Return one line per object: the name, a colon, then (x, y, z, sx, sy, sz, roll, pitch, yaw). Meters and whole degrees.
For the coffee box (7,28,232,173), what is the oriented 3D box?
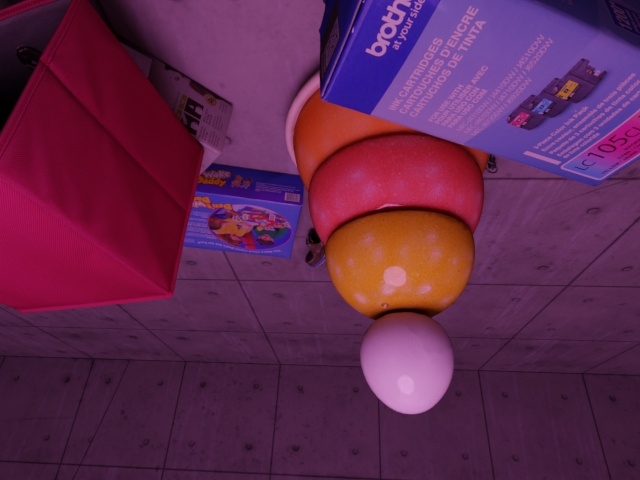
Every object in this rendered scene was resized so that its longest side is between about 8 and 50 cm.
coffee box: (-0.315, -0.208, 0.662, 0.297, 0.118, 0.168, 26, 142, -33)

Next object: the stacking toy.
stacking toy: (0.106, -0.006, 0.614, 0.351, 0.479, 0.350, 2, 148, 1)

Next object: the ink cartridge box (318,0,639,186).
ink cartridge box: (0.149, -0.238, 0.426, 0.396, 0.269, 0.151, 12, 146, -15)

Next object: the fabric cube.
fabric cube: (-0.331, -0.083, 0.510, 0.254, 0.258, 0.258, -9, 148, 15)

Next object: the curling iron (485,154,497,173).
curling iron: (0.276, -0.093, 0.884, 0.068, 0.035, 0.274, 10, 148, -11)

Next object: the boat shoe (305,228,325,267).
boat shoe: (0.000, 0.000, 1.045, 0.066, 0.066, 0.183, 21, 135, -20)

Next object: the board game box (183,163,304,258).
board game box: (-0.223, -0.064, 0.934, 0.348, 0.078, 0.233, 7, 149, -7)
